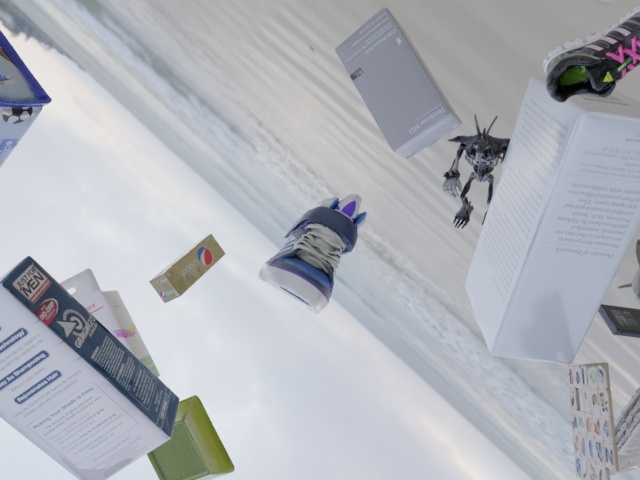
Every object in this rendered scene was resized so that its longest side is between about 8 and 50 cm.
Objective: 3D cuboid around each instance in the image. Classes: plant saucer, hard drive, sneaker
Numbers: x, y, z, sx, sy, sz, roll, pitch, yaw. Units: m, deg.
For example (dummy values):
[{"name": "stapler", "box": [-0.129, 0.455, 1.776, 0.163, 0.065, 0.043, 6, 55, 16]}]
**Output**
[{"name": "plant saucer", "box": [-0.308, 0.456, 1.131, 0.189, 0.188, 0.045, 63, -161, -1]}, {"name": "hard drive", "box": [0.765, 0.201, 1.277, 0.135, 0.022, 0.094, 8, -145, -7]}, {"name": "sneaker", "box": [0.322, -0.197, 0.565, 0.063, 0.075, 0.170, 40, 149, -28]}, {"name": "sneaker", "box": [0.000, 0.000, 0.965, 0.130, 0.236, 0.323, 33, 175, -3]}]

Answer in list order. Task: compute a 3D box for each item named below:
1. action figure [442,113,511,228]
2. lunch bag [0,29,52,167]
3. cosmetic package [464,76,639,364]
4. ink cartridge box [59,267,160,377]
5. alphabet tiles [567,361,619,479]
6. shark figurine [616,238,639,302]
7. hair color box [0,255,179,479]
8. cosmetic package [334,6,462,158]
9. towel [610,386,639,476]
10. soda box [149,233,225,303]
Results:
[{"name": "action figure", "box": [0.371, -0.144, 1.199, 0.163, 0.141, 0.276, 4, 136, 19]}, {"name": "lunch bag", "box": [-0.644, -0.247, 0.771, 0.385, 0.327, 0.239, 51, -155, 2]}, {"name": "cosmetic package", "box": [0.411, -0.030, 0.922, 0.161, 0.454, 0.230, 7, -150, -3]}, {"name": "ink cartridge box", "box": [-0.625, 0.275, 1.440, 0.354, 0.207, 0.119, 62, 177, 4]}, {"name": "alphabet tiles", "box": [0.454, 0.328, 0.868, 0.009, 0.237, 0.198, -1, 165, 9]}, {"name": "shark figurine", "box": [0.588, 0.057, 0.915, 0.166, 0.278, 0.116, -16, 98, 41]}, {"name": "hair color box", "box": [-0.404, 0.212, 0.812, 0.347, 0.173, 0.105, 53, -172, -21]}, {"name": "cosmetic package", "box": [0.143, -0.283, 0.958, 0.107, 0.127, 0.238, 4, -125, -62]}, {"name": "towel", "box": [0.652, 0.354, 1.009, 0.049, 0.187, 0.282, -119, 28, -49]}, {"name": "soda box", "box": [-0.290, 0.059, 1.147, 0.061, 0.058, 0.181, 57, -146, -13]}]
